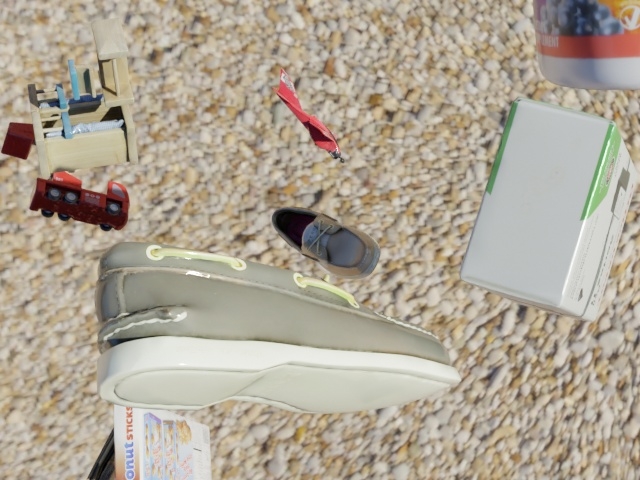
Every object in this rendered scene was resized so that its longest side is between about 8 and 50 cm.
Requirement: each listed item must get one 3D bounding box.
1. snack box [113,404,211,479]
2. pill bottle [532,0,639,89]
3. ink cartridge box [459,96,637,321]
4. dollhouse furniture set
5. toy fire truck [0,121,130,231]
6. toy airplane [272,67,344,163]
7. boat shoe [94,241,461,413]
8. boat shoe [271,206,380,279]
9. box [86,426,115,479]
[{"bbox_3d":[-0.113,0.161,0.796,0.022,0.178,0.064,-6,74,8],"label":"snack box"},{"bbox_3d":[0.142,-0.170,0.469,0.108,0.108,0.194,-3,107,18],"label":"pill bottle"},{"bbox_3d":[0.201,-0.017,0.911,0.086,0.208,0.153,16,89,22],"label":"ink cartridge box"},{"bbox_3d":[-0.317,-0.201,1.402,0.129,0.184,0.129,-10,47,-13],"label":"dollhouse furniture set"},{"bbox_3d":[-0.371,-0.093,1.570,0.192,0.135,0.047,14,136,-21],"label":"toy fire truck"},{"bbox_3d":[-0.016,-0.161,1.421,0.028,0.151,0.151,-38,81,8],"label":"toy airplane"},{"bbox_3d":[-0.018,0.064,0.732,0.109,0.305,0.091,-32,60,38],"label":"boat shoe"},{"bbox_3d":[0.000,0.000,1.270,0.170,0.059,0.063,21,86,49],"label":"boat shoe"},{"bbox_3d":[-0.190,0.260,0.994,0.021,0.164,0.201,15,140,10],"label":"box"}]
